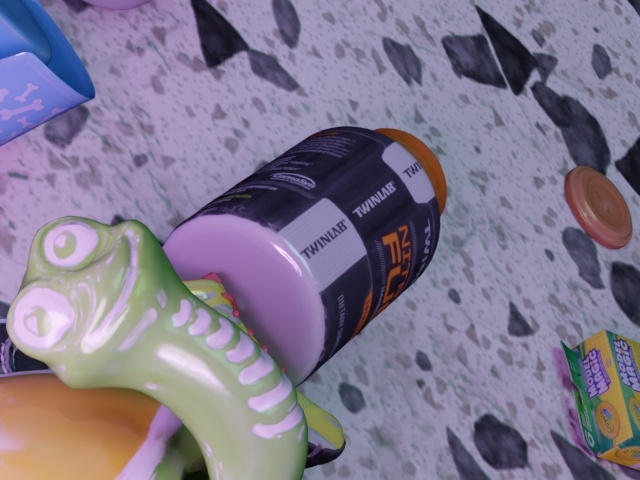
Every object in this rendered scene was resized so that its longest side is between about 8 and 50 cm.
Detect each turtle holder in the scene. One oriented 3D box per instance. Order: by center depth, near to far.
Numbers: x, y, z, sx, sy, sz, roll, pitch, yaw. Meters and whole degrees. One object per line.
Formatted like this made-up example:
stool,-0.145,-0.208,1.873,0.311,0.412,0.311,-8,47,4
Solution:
turtle holder,-0.125,0.165,0.894,0.227,0.320,0.243,26,59,4

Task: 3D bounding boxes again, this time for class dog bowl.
dog bowl,-0.253,-0.162,1.136,0.297,0.074,0.166,43,10,-43

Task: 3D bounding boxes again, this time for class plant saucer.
plant saucer,0.253,-0.031,1.738,0.083,0.013,0.083,30,41,-30

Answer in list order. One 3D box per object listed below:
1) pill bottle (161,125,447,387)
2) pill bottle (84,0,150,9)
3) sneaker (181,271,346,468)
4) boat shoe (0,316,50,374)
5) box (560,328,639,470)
pill bottle,0.000,0.000,1.321,0.130,0.130,0.245,53,36,-1
pill bottle,-0.065,-0.329,1.318,0.210,0.363,0.210,29,43,-31
sneaker,-0.067,0.066,1.189,0.208,0.081,0.094,32,58,-11
boat shoe,-0.088,0.148,1.118,0.306,0.105,0.113,49,35,-7
box,0.273,0.139,1.595,0.179,0.043,0.105,19,48,-37
